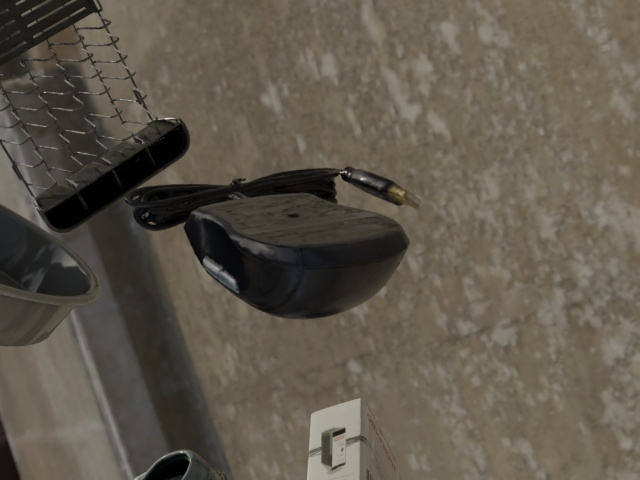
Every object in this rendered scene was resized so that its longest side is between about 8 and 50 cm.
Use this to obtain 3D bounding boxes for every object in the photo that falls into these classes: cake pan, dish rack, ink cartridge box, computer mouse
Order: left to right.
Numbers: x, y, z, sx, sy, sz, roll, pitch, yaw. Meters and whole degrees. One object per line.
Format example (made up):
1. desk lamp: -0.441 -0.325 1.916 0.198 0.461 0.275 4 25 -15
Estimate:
1. cake pan: -0.313 -0.002 0.846 0.293 0.293 0.054 35 99 55
2. dish rack: -0.298 -0.171 1.277 0.074 0.208 0.272 22 143 52
3. computer mouse: 0.000 0.000 0.710 0.262 0.184 0.060 19 115 58
4. ink cartridge box: 0.031 0.227 0.991 0.135 0.056 0.099 -86 -27 -58

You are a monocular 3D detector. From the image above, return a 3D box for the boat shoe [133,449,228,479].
1. boat shoe: -0.240 0.287 1.066 0.116 0.319 0.099 -106 -5 -51
